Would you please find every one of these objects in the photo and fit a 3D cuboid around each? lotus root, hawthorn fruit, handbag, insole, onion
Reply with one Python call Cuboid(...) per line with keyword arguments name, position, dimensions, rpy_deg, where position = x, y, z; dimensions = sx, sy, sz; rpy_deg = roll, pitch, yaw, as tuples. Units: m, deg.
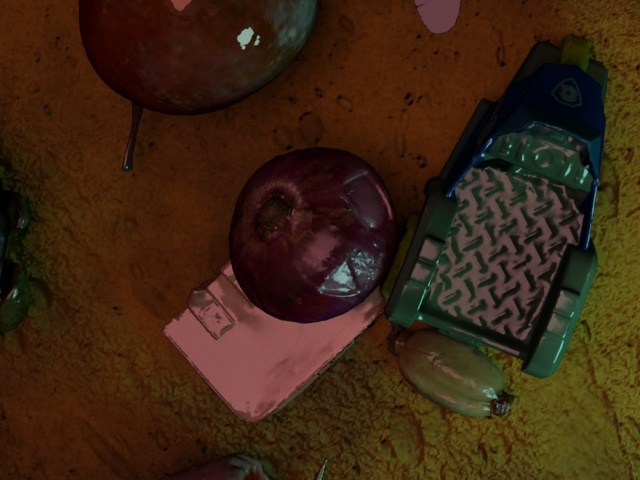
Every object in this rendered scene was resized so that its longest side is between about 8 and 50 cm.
Cuboid(name="lotus root", position=(0.128, 0.132, 1.880), dimensions=(0.150, 0.062, 0.073), rpy_deg=(32, 122, 10))
Cuboid(name="hawthorn fruit", position=(-0.141, -0.240, 1.833), dimensions=(0.263, 0.231, 0.235), rpy_deg=(-20, 78, 8))
Cuboid(name="handbag", position=(-0.042, 0.071, 1.915), dimensions=(0.212, 0.059, 0.157), rpy_deg=(-43, 85, 10))
Cuboid(name="insole", position=(0.112, -0.287, 1.890), dimensions=(0.053, 0.002, 0.152), rpy_deg=(-14, 90, 13))
Cuboid(name="onion", position=(-0.007, -0.003, 1.800), dimensions=(0.177, 0.153, 0.177), rpy_deg=(-12, 47, 13))

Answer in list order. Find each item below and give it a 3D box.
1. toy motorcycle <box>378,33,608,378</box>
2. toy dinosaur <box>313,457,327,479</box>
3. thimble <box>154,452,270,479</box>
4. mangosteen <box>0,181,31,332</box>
Cuboid(name="toy motorcycle", position=(0.195, -0.045, 1.780), dimensions=(0.191, 0.200, 0.326), rpy_deg=(20, 95, -1))
Cuboid(name="toy dinosaur", position=(-0.003, 0.285, 1.932), dimensions=(0.041, 0.026, 0.113), rpy_deg=(30, 111, 31))
Cuboid(name="thimble", position=(-0.101, 0.319, 1.888), dimensions=(0.125, 0.163, 0.189), rpy_deg=(-20, 68, 13))
Cuboid(name="mangosteen", position=(-0.430, 0.003, 1.902), dimensions=(0.288, 0.288, 0.288), rpy_deg=(1, 93, 12))
